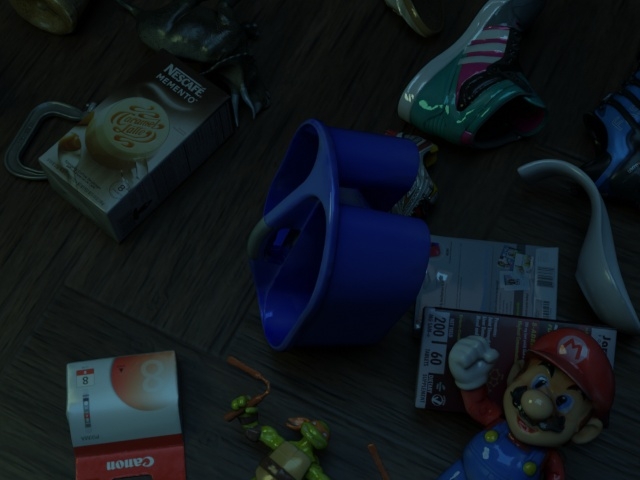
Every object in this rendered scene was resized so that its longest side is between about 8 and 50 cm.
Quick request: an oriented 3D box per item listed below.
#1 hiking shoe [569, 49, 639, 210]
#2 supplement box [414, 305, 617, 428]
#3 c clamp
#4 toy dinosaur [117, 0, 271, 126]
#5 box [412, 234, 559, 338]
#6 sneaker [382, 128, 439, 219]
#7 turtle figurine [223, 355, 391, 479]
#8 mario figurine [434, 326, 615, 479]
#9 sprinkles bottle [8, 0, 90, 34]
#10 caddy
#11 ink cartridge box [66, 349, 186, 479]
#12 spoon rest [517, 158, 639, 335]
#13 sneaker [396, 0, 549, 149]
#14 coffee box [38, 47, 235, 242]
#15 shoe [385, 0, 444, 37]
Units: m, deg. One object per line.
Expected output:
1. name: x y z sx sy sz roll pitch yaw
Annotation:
1. hiking shoe: 0.446 -0.191 1.513 0.132 0.113 0.304 14 64 7
2. supplement box: 0.243 0.159 1.343 0.240 0.073 0.130 5 87 4
3. c clamp: -0.383 -0.148 1.564 0.137 0.022 0.160 24 66 13
4. toy dinosaur: -0.192 -0.317 1.592 0.314 0.121 0.160 28 54 10
5. box: 0.222 0.070 1.430 0.186 0.038 0.145 6 63 3
6. sneaker: 0.117 -0.055 1.468 0.093 0.088 0.225 8 64 4
7. turtle figurine: -0.063 0.287 1.302 0.269 0.087 0.217 39 77 15
8. mario figurine: 0.211 0.237 1.219 0.198 0.170 0.320 32 98 -16
9. sprinkles bottle: -0.359 -0.493 1.683 0.121 0.121 0.355 20 66 11
10. caddy: 0.000 0.000 1.319 0.179 0.341 0.241 3 62 -17
11. ink cartridge box: -0.249 0.235 1.357 0.146 0.045 0.179 -7 61 -1
12. spoon rest: 0.360 0.002 1.410 0.084 0.137 0.276 -31 65 14
13. sneaker: 0.270 -0.241 1.535 0.178 0.124 0.295 39 78 24
14. coffee box: -0.255 -0.137 1.512 0.141 0.098 0.246 37 70 17
15. shoe: 0.132 -0.401 1.665 0.077 0.058 0.219 -3 63 -35
